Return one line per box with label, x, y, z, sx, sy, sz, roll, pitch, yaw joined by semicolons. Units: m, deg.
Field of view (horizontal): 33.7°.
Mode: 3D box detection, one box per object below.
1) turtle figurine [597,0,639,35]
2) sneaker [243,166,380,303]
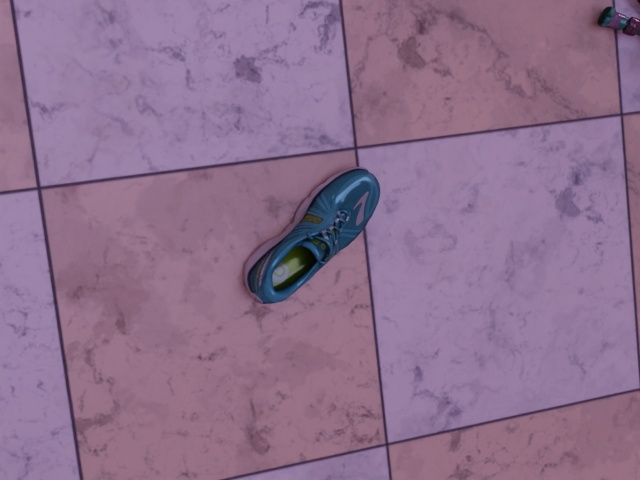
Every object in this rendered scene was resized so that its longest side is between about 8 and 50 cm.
turtle figurine;0.601;-0.362;1.809;0.234;0.118;0.175;27;72;-4
sneaker;0.000;0.000;1.647;0.107;0.110;0.275;46;80;-17
